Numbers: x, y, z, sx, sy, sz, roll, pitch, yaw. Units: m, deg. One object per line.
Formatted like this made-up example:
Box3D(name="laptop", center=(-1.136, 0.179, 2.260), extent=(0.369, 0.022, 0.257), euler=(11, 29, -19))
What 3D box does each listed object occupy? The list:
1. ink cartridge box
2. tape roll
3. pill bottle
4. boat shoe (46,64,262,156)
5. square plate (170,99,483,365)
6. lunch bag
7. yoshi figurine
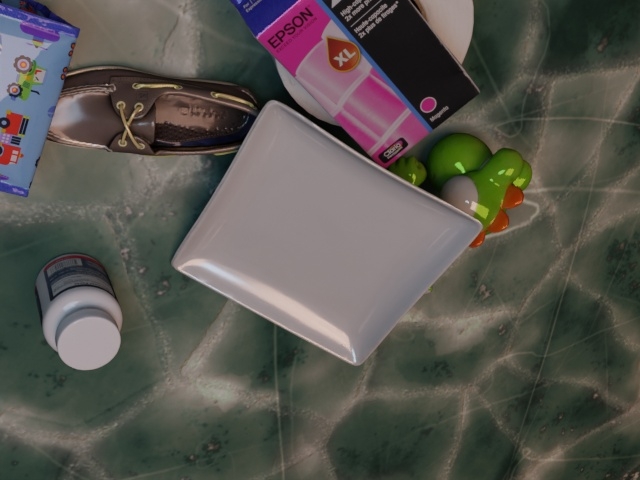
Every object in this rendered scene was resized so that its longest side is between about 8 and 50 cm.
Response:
Box3D(name="ink cartridge box", center=(0.039, -0.265, 1.040), extent=(0.176, 0.069, 0.371), euler=(-38, 125, 14))
Box3D(name="tape roll", center=(0.065, -0.303, 1.119), extent=(0.286, 0.100, 0.286), euler=(-8, 128, -10))
Box3D(name="pill bottle", center=(-0.335, 0.101, 1.117), extent=(0.108, 0.180, 0.107), euler=(-10, 117, -20))
Box3D(name="boat shoe", center=(-0.231, -0.168, 1.088), extent=(0.325, 0.097, 0.116), euler=(-2, 114, -24))
Box3D(name="square plate", center=(0.000, 0.000, 1.184), extent=(0.347, 0.049, 0.344), euler=(30, 124, -10))
Box3D(name="lunch bag", center=(-0.460, -0.192, 0.907), extent=(0.293, 0.138, 0.220), euler=(8, 111, -44))
Box3D(name="yoshi figurine", center=(0.173, -0.040, 1.324), extent=(0.362, 0.203, 0.203), euler=(-40, 84, 13))
